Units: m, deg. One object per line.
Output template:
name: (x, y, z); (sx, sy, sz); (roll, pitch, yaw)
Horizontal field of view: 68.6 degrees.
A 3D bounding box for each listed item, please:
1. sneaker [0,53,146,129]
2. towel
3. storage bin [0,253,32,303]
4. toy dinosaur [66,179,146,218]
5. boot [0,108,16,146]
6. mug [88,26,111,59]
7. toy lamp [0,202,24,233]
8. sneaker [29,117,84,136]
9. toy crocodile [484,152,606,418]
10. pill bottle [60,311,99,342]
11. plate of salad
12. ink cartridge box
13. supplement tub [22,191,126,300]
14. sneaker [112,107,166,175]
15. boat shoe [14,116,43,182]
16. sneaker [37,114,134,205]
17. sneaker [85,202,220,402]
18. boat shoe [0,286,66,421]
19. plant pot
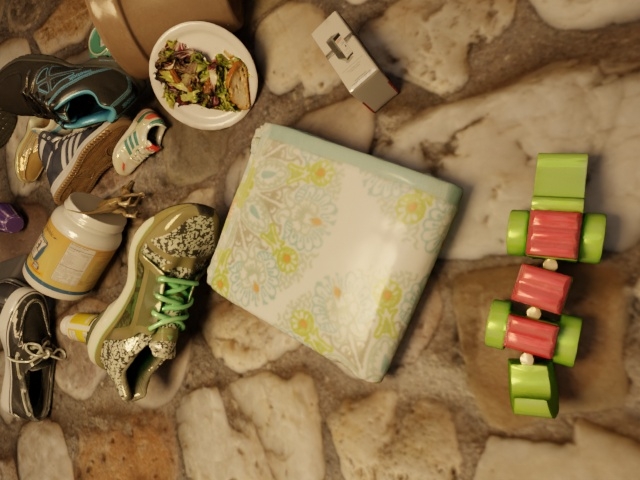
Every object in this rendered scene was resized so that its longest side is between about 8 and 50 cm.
sneaker: (-0.538, -0.299, 0.959); (0.341, 0.125, 0.139); (-2, 52, 13)
towel: (0.000, 0.000, 0.770); (0.374, 0.090, 0.320); (25, 99, 27)
storage bin: (-0.739, 0.095, 1.145); (0.135, 0.098, 0.091); (-13, 51, 26)
toy dinosaur: (-0.424, -0.072, 0.972); (0.093, 0.183, 0.053); (7, 117, 13)
boot: (-0.952, -0.305, 1.300); (0.246, 0.083, 0.161); (-44, 62, 15)
mug: (-0.455, -0.432, 1.042); (0.158, 0.097, 0.129); (41, 103, 24)
toy lamp: (-0.875, -0.087, 1.234); (0.275, 0.080, 0.080); (22, 95, 27)
sneaker: (-0.586, -0.322, 1.102); (0.229, 0.092, 0.087); (-45, 65, 15)
toy crocodile: (0.287, 0.052, 0.602); (0.115, 0.105, 0.340); (12, 90, 28)
pill bottle: (-0.509, 0.190, 1.022); (0.116, 0.065, 0.065); (2, 85, 27)
plate of salad: (-0.217, -0.296, 0.868); (0.200, 0.200, 0.048); (-33, 30, 21)
ink cartridge box: (0.056, -0.287, 0.761); (0.056, 0.099, 0.135); (-37, 68, 20)
supplement tub: (-0.519, 0.012, 1.001); (0.144, 0.144, 0.199); (41, 103, 25)
sneaker: (-0.385, -0.200, 1.003); (0.075, 0.057, 0.161); (40, 100, 31)
boat shoe: (-0.702, -0.233, 1.171); (0.072, 0.068, 0.190); (13, 90, 16)
sneaker: (-0.539, -0.222, 1.063); (0.282, 0.099, 0.153); (-39, 70, 21)
sneaker: (-0.276, 0.124, 0.846); (0.182, 0.158, 0.410); (48, 114, 39)
boat shoe: (-0.653, 0.261, 1.064); (0.105, 0.113, 0.306); (9, 91, 21)
plant pot: (-0.276, -0.462, 0.889); (0.229, 0.263, 0.263); (-9, 80, 9)
